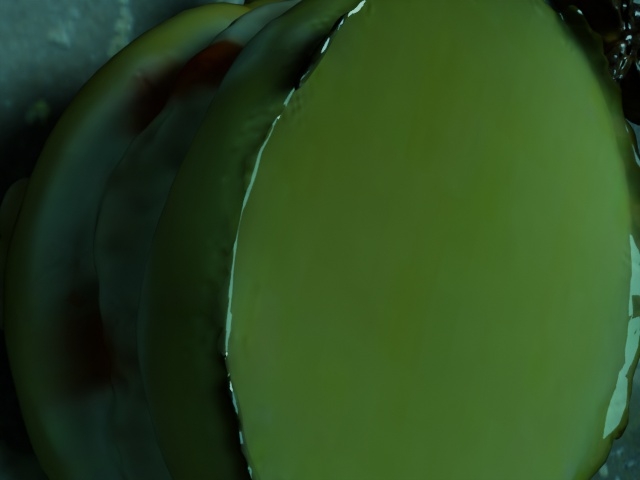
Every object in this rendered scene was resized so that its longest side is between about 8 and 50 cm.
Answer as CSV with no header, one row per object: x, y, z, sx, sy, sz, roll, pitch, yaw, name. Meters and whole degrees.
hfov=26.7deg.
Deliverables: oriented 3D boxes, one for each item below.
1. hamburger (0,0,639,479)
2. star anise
0.000,0.000,0.570,0.261,0.186,0.303,24,77,-46,hamburger
0.231,-0.134,0.917,0.158,0.144,0.140,4,91,-52,star anise
